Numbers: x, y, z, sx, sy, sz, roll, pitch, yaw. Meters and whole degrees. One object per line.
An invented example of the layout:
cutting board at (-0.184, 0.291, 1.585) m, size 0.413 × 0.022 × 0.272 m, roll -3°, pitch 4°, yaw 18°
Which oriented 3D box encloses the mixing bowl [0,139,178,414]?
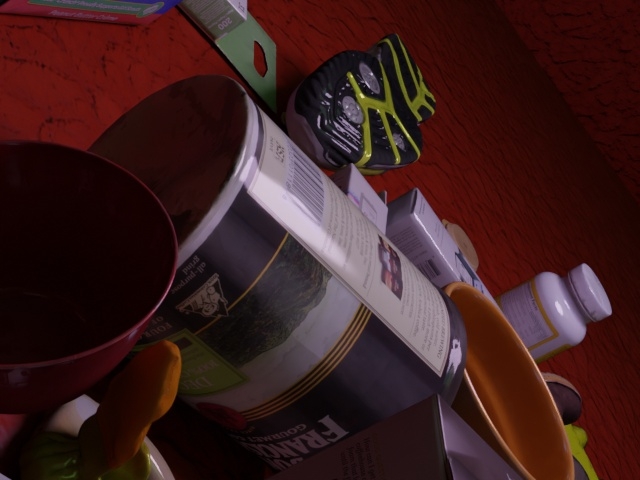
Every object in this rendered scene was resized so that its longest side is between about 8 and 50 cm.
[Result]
mixing bowl at (-0.179, 0.034, 0.732) m, size 0.181 × 0.098 × 0.181 m, roll 7°, pitch 45°, yaw -7°

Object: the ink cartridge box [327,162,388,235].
ink cartridge box at (0.000, 0.000, 1.208) m, size 0.067 × 0.115 × 0.198 m, roll 52°, pitch 21°, yaw -20°

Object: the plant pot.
plant pot at (0.089, 0.168, 1.084) m, size 0.205 × 0.188 × 0.205 m, roll 47°, pitch 24°, yaw -29°

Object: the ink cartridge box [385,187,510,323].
ink cartridge box at (0.093, 0.064, 1.298) m, size 0.191 × 0.139 × 0.082 m, roll 54°, pitch 20°, yaw -16°

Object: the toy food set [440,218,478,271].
toy food set at (0.199, 0.011, 1.774) m, size 0.083 × 0.020 × 0.082 m, roll 48°, pitch 24°, yaw -30°

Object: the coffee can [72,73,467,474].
coffee can at (-0.047, 0.039, 0.930) m, size 0.275 × 0.201 × 0.201 m, roll 44°, pitch 26°, yaw -34°

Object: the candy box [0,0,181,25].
candy box at (-0.248, -0.358, 1.111) m, size 0.317 × 0.122 × 0.268 m, roll 60°, pitch 20°, yaw 5°

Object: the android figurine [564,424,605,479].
android figurine at (0.319, 0.307, 1.611) m, size 0.273 × 0.056 × 0.248 m, roll 13°, pitch 51°, yaw -65°

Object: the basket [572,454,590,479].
basket at (0.189, 0.324, 1.170) m, size 0.204 × 0.154 × 0.227 m, roll 55°, pitch 24°, yaw -32°

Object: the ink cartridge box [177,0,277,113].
ink cartridge box at (-0.105, -0.281, 1.429) m, size 0.235 × 0.056 × 0.171 m, roll 44°, pitch 25°, yaw -30°

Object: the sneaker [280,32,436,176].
sneaker at (0.028, -0.130, 1.397) m, size 0.145 × 0.147 × 0.384 m, roll 61°, pitch 20°, yaw -3°

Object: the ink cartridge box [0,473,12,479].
ink cartridge box at (-0.149, 0.255, 0.422) m, size 0.197 × 0.198 × 0.270 m, roll 44°, pitch 27°, yaw -37°

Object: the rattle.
rattle at (-0.081, 0.162, 0.790) m, size 0.200 × 0.143 × 0.130 m, roll 47°, pitch 5°, yaw -15°

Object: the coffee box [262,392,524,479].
coffee box at (-0.014, 0.223, 0.628) m, size 0.168 × 0.297 × 0.119 m, roll 45°, pitch 25°, yaw -32°

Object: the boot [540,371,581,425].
boot at (0.246, 0.258, 1.438) m, size 0.248 × 0.090 × 0.207 m, roll 12°, pitch 50°, yaw -42°

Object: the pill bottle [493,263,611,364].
pill bottle at (0.276, 0.104, 1.597) m, size 0.103 × 0.184 × 0.103 m, roll 48°, pitch 24°, yaw -30°
